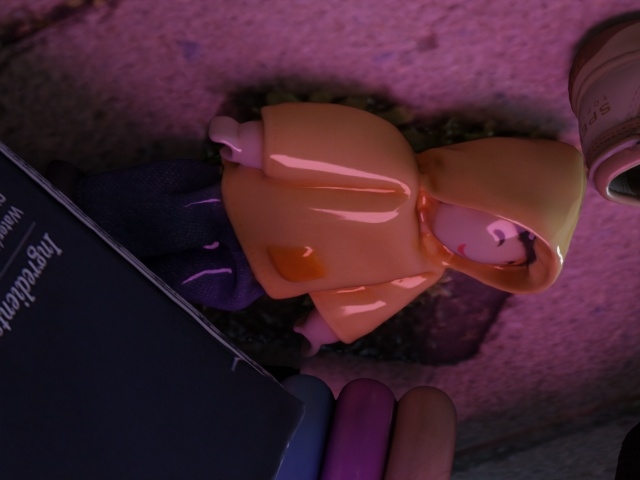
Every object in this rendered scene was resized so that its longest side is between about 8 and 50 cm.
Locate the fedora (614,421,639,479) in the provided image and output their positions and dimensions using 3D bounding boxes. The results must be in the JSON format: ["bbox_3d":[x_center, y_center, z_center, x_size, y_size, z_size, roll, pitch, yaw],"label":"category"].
[{"bbox_3d":[0.288,0.170,1.132,0.334,0.334,0.152,31,160,-30],"label":"fedora"}]

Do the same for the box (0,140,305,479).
[{"bbox_3d":[-0.355,0.125,0.915,0.472,0.297,0.480,40,126,-14],"label":"box"}]

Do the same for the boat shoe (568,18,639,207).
[{"bbox_3d":[0.270,-0.054,0.964,0.285,0.089,0.104,-3,138,2],"label":"boat shoe"}]

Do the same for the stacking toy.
[{"bbox_3d":[-0.096,0.120,1.083,0.330,0.141,0.141,12,138,2],"label":"stacking toy"}]

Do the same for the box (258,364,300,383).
[{"bbox_3d":[-0.127,0.145,1.214,0.220,0.051,0.175,3,138,-4],"label":"box"}]

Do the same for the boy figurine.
[{"bbox_3d":[0.000,0.000,1.026,0.285,0.092,0.177,-4,136,9],"label":"boy figurine"}]
